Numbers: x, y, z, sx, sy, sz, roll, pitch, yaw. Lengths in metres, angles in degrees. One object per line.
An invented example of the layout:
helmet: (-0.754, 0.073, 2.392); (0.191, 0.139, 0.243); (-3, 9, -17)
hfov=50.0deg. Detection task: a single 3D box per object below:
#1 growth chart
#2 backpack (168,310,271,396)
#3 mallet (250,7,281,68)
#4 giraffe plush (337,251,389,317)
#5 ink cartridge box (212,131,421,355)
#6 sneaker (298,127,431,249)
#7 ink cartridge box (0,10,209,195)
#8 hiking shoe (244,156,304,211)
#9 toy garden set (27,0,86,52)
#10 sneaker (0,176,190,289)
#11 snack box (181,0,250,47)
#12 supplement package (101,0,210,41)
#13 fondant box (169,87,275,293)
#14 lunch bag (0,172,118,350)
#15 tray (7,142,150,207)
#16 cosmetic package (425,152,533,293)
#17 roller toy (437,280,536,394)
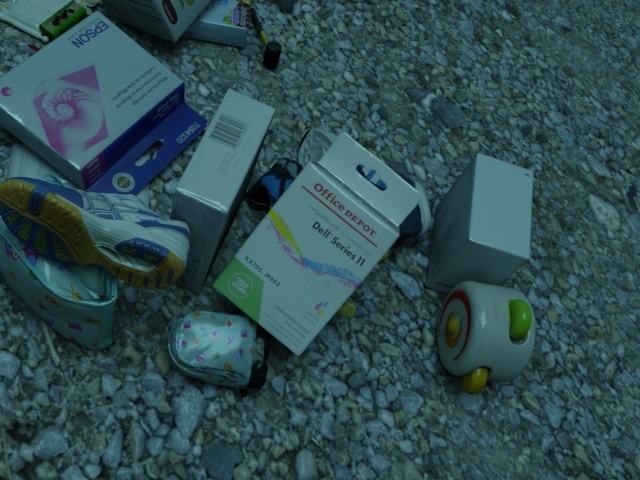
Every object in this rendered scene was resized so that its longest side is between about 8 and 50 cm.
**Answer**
growth chart: (-0.610, -0.544, 1.569); (0.172, 0.021, 0.237); (32, 57, 0)
backpack: (-0.184, 0.190, 1.245); (0.182, 0.115, 0.152); (10, 61, -11)
mallet: (-0.139, -0.509, 1.679); (0.039, 0.062, 0.189); (-9, 65, -24)
giraffe plush: (0.024, 0.066, 1.364); (0.210, 0.181, 0.170); (16, 80, -48)
ink cartridge box: (0.000, 0.000, 1.225); (0.207, 0.119, 0.353); (39, 100, 1)
sneaker: (0.112, -0.119, 1.531); (0.236, 0.130, 0.323); (5, 36, -43)
ink cartridge box: (-0.436, -0.269, 1.390); (0.330, 0.071, 0.324); (38, 55, -3)
hiking shoe: (-0.032, -0.070, 1.390); (0.132, 0.113, 0.304); (-39, 36, -20)
toy garden set: (-0.509, -0.406, 1.496); (0.244, 0.049, 0.204); (36, 58, -2)
sneaker: (-0.347, -0.026, 1.076); (0.296, 0.112, 0.131); (26, 34, -12)
snack box: (-0.260, -0.580, 1.674); (0.175, 0.070, 0.207); (7, 59, -12)
supplement package: (-0.350, -0.613, 1.551); (0.204, 0.145, 0.262); (25, 69, 23)
fondant box: (-0.196, -0.079, 1.261); (0.096, 0.330, 0.238); (23, 58, -4)
lunch bag: (-0.435, 0.054, 1.172); (0.262, 0.223, 0.160); (45, 56, 9)
tray: (-0.481, -0.131, 1.377); (0.270, 0.030, 0.145); (3, 60, -17)
cosmetic package: (0.337, -0.022, 1.468); (0.138, 0.224, 0.224); (18, 58, -8)
roller toy: (0.320, 0.183, 1.371); (0.146, 0.209, 0.191); (10, 21, -13)
